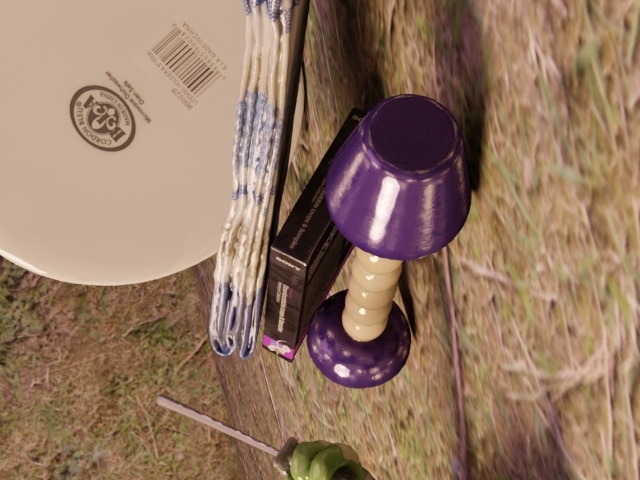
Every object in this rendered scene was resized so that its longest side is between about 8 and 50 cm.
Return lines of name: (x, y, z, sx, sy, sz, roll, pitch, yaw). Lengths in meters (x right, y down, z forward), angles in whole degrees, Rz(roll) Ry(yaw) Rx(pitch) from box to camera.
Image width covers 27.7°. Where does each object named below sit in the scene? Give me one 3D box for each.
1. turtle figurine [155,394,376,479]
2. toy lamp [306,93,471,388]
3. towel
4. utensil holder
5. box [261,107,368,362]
turtle figurine: (0.004, 0.217, 0.712, 0.274, 0.198, 0.266, 39, 151, -9)
toy lamp: (0.036, 0.007, 0.740, 0.275, 0.080, 0.080, 96, 159, -66)
towel: (-0.033, -0.089, 0.830, 0.209, 0.034, 0.285, -81, -1, -51)
utensil holder: (-0.211, -0.168, 1.167, 0.385, 0.327, 0.328, -126, 26, -63)
box: (0.000, 0.000, 0.861, 0.116, 0.029, 0.162, -60, -7, -26)
